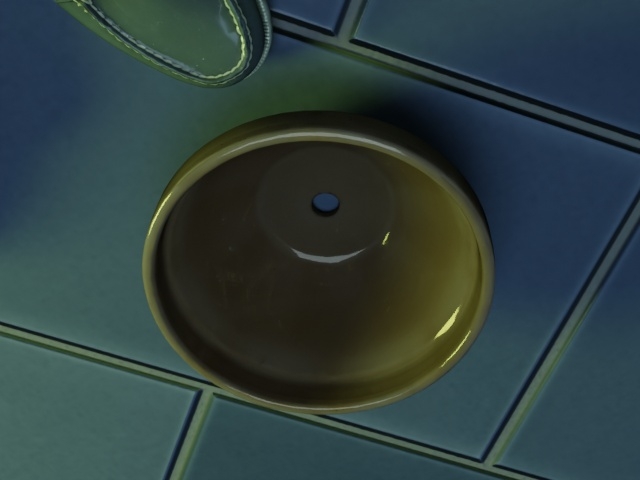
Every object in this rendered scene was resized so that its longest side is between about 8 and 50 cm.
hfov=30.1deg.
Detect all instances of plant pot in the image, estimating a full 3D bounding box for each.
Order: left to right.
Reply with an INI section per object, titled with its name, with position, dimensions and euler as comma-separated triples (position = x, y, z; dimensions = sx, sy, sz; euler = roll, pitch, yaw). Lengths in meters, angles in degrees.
[plant pot]
position = 0.000, 0.000, 0.837
dimensions = 0.237, 0.110, 0.237
euler = 1, 125, 2

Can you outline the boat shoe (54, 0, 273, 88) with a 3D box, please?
[boat shoe]
position = -0.159, -0.193, 0.719
dimensions = 0.116, 0.099, 0.319
euler = -37, 115, 24
